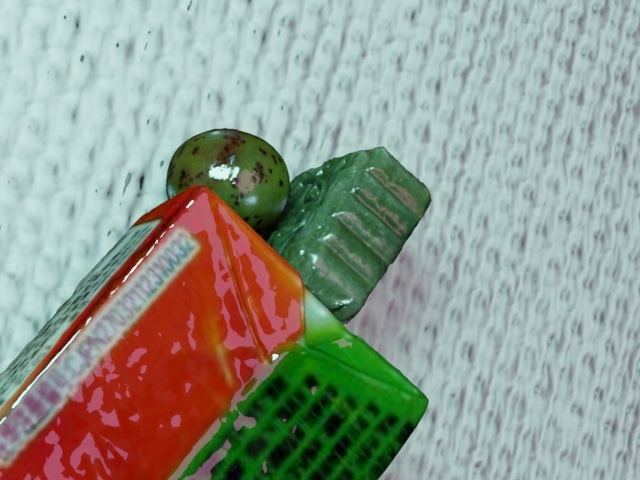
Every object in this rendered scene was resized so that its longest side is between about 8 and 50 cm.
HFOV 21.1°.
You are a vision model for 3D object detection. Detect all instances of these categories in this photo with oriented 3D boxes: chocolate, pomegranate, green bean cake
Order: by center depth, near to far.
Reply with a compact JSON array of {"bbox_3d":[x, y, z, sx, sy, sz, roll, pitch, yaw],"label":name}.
[{"bbox_3d":[-0.132,0.181,1.626,0.341,0.161,0.360,46,71,-22],"label":"chocolate"},{"bbox_3d":[-0.094,-0.051,1.720,0.130,0.130,0.130,3,84,-35],"label":"pomegranate"},{"bbox_3d":[0.000,0.000,1.748,0.094,0.185,0.183,43,62,-18],"label":"green bean cake"}]
